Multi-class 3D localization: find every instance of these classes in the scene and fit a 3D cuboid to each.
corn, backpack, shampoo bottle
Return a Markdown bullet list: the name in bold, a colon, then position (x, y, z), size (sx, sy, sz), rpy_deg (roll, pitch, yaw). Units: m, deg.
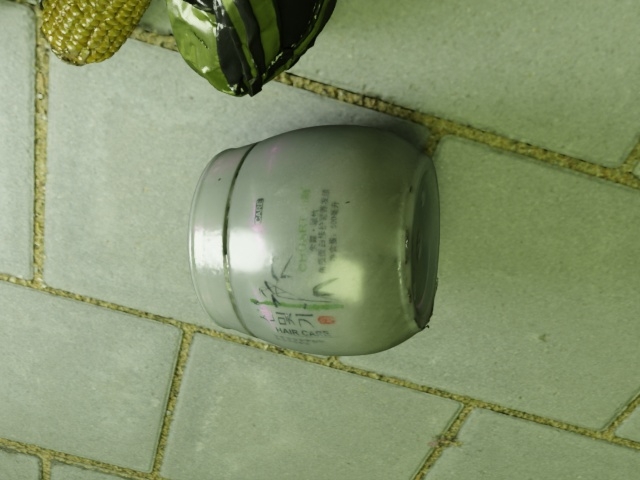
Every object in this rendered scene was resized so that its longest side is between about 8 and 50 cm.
- **corn**: position (-0.201, -0.305, 0.778), size (0.106, 0.106, 0.293), rpy_deg (35, 123, -20)
- **backpack**: position (-0.060, -0.263, 0.725), size (0.140, 0.207, 0.253), rpy_deg (37, 147, 23)
- **shampoo bottle**: position (0.000, 0.000, 0.891), size (0.266, 0.273, 0.273), rpy_deg (0, 131, 19)
